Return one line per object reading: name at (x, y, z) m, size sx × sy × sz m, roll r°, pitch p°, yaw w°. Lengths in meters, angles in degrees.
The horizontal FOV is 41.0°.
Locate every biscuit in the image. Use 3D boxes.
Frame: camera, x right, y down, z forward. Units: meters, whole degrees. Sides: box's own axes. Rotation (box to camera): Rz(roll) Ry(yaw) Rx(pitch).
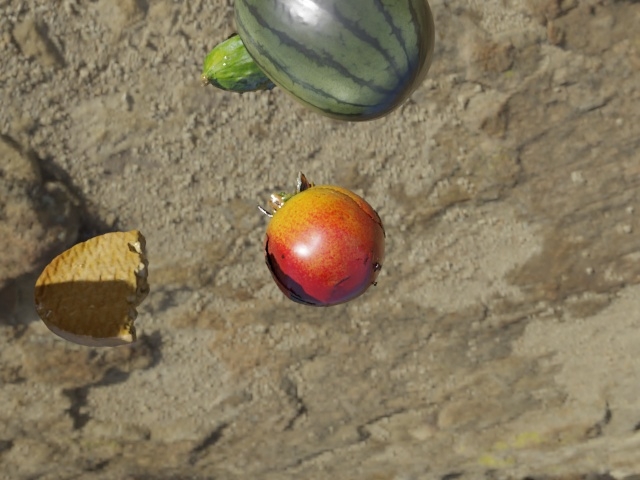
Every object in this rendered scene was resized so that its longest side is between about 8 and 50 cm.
biscuit at (-0.293, 0.065, 1.101) m, size 0.144 × 0.224 × 0.033 m, roll -6°, pitch 125°, yaw -6°

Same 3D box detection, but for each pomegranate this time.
pomegranate at (0.000, 0.000, 1.452) m, size 0.210 × 0.235 × 0.210 m, roll -31°, pitch 162°, yaw -11°

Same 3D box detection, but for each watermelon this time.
watermelon at (0.014, -0.353, 1.359) m, size 0.359 × 0.279 × 0.279 m, roll 40°, pitch 137°, yaw 8°

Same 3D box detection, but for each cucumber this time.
cucumber at (-0.128, -0.327, 1.564) m, size 0.244 × 0.134 × 0.134 m, roll -30°, pitch 161°, yaw -40°
